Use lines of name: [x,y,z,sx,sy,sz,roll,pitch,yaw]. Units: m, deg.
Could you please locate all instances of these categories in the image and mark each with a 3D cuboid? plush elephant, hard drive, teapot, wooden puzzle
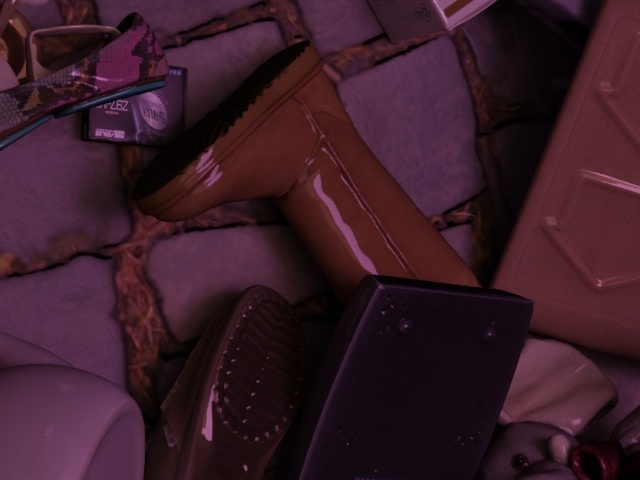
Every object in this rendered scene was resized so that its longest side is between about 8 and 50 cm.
plush elephant: [0.240,0.217,1.515,0.255,0.330,0.272,4,83,-5]
hard drive: [0.061,0.146,1.469,0.172,0.054,0.255,7,113,-31]
teapot: [-0.247,0.202,1.292,0.187,0.256,0.253,11,107,9]
wooden puzzle: [0.341,-0.044,1.569,0.322,0.080,0.348,17,114,-10]

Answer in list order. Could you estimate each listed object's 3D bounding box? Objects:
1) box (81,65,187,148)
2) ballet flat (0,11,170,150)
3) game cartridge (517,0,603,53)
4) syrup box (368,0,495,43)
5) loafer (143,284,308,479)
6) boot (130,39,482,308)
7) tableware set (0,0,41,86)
box: [-0.149,-0.110,1.448,0.083,0.018,0.067,5,85,-27]
ballet flat: [-0.214,-0.117,1.360,0.221,0.077,0.079,-28,97,-32]
game cartridge: [0.288,-0.245,1.608,0.297,0.062,0.198,28,79,-44]
syrup box: [0.061,-0.292,1.522,0.096,0.093,0.237,-38,104,-24]
loafer: [-0.091,0.155,1.430,0.102,0.092,0.269,42,53,-34]
boot: [0.000,0.000,1.466,0.236,0.089,0.269,-44,108,-34]
tableware set: [-0.293,-0.117,1.363,0.194,0.039,0.128,-35,103,-24]
